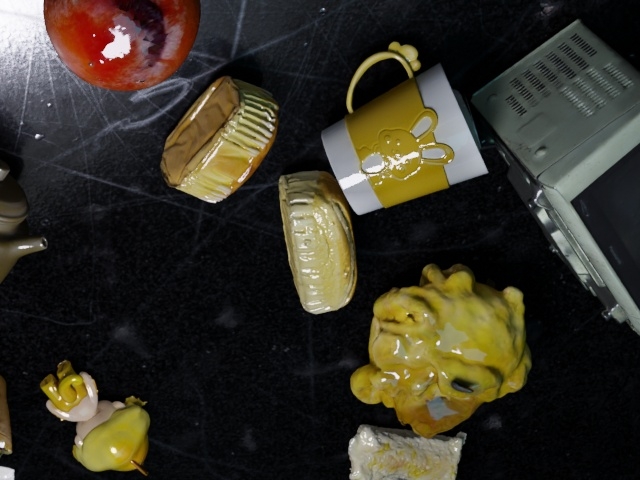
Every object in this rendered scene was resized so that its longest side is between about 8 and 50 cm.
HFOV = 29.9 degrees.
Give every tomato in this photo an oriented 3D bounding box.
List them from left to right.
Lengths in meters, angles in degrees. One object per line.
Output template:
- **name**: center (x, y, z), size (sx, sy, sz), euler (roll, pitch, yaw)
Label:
- **tomato**: center (-0.261, -0.301, 1.594), size (0.208, 0.184, 0.208), euler (-8, 129, -11)

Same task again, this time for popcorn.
- **popcorn**: center (0.222, 0.197, 2.075), size (0.297, 0.281, 0.315), euler (17, 108, -8)

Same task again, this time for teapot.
- **teapot**: center (-0.509, -0.050, 1.716), size (0.268, 0.185, 0.175), euler (38, 106, 3)

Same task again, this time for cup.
- **cup**: center (0.118, -0.172, 1.833), size (0.226, 0.185, 0.241), euler (-25, 98, 9)

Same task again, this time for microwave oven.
- **microwave oven**: center (0.448, -0.081, 1.880), size (0.247, 0.333, 0.394), euler (-37, 126, 5)

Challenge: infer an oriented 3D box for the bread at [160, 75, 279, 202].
- **bread**: center (-0.143, -0.147, 1.780), size (0.114, 0.132, 0.190), euler (22, 119, -32)

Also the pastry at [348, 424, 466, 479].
- **pastry**: center (0.157, 0.419, 2.305), size (0.259, 0.089, 0.121), euler (9, 79, -24)

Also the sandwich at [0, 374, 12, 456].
- **sandwich**: center (-0.605, 0.248, 1.882), size (0.245, 0.212, 0.063), euler (24, 111, -31)

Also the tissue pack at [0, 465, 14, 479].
- **tissue pack**: center (-0.623, 0.388, 1.942), size (0.170, 0.071, 0.325), euler (13, 165, -29)

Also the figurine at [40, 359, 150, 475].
- **figurine**: center (-0.379, 0.313, 2.067), size (0.156, 0.131, 0.246), euler (-42, 117, -3)

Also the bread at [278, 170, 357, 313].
- **bread**: center (0.000, 0.000, 1.928), size (0.106, 0.140, 0.236), euler (-12, 128, -4)

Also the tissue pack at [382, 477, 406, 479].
- **tissue pack**: center (0.151, 0.683, 2.385), size (0.207, 0.297, 0.380), euler (16, 118, -29)
